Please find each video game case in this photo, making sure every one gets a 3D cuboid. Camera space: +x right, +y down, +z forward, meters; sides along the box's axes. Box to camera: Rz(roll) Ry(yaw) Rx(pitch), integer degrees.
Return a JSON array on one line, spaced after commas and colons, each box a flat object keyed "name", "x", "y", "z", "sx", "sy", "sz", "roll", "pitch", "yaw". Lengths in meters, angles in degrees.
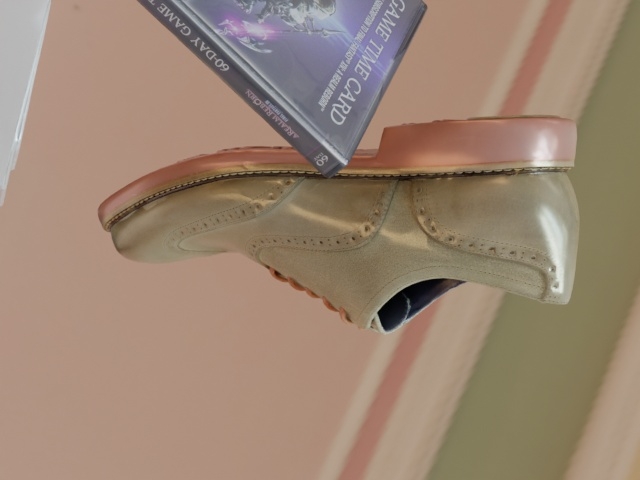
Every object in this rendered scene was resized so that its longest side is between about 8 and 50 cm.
[{"name": "video game case", "x": -0.058, "y": -0.187, "z": 0.941, "sx": 0.026, "sy": 0.274, "sz": 0.196, "roll": -35, "pitch": -162, "yaw": 38}]

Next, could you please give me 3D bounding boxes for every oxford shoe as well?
[{"name": "oxford shoe", "x": 0.000, "y": 0.000, "z": 1.125, "sx": 0.397, "sy": 0.140, "sz": 0.147, "roll": -6, "pitch": -91, "yaw": 34}]

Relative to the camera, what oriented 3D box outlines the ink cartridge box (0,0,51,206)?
[{"name": "ink cartridge box", "x": -0.423, "y": -0.163, "z": 1.518, "sx": 0.198, "sy": 0.270, "sz": 0.197, "roll": 163, "pitch": -60, "yaw": -77}]
